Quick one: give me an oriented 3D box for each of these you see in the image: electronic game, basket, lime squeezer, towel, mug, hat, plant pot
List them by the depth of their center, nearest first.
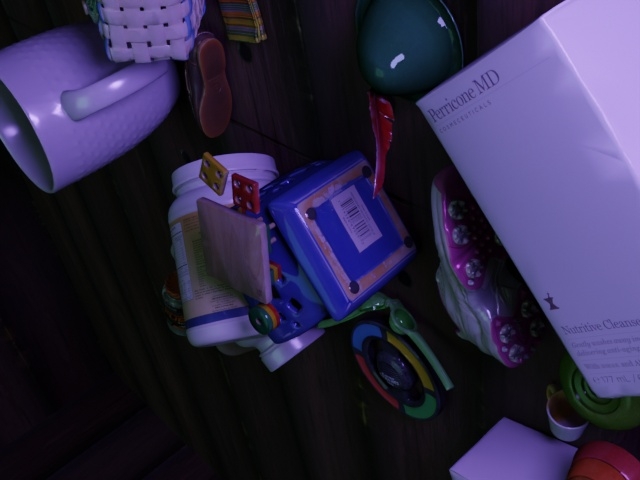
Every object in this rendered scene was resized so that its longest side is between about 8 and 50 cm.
[{"bbox_3d":[0.057,-0.206,0.901,0.208,0.183,0.173,37,147,31],"label":"hat"},{"bbox_3d":[0.360,0.253,1.074,0.062,0.078,0.064,4,140,17],"label":"mug"},{"bbox_3d":[-0.279,-0.443,1.161,0.255,0.201,0.289,95,174,-52],"label":"basket"},{"bbox_3d":[-0.153,-0.428,1.164,0.102,0.021,0.237,19,135,47],"label":"towel"},{"bbox_3d":[0.000,0.000,1.173,0.212,0.236,0.236,-20,102,54],"label":"plant pot"},{"bbox_3d":[0.114,0.152,1.294,0.310,0.110,0.059,20,175,42],"label":"lime squeezer"},{"bbox_3d":[0.142,0.243,1.396,0.229,0.048,0.229,37,147,30],"label":"electronic game"},{"bbox_3d":[-0.428,-0.287,1.416,0.374,0.328,0.276,5,124,55],"label":"mug"}]

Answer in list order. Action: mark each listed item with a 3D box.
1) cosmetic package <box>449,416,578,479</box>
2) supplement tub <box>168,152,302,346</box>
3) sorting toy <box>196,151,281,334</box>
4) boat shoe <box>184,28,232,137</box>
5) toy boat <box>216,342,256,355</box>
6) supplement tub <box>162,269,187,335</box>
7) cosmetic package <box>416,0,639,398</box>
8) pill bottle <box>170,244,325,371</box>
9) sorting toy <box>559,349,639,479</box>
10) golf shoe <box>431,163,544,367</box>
[{"bbox_3d":[0.391,0.437,1.102,0.365,0.155,0.197,17,133,50],"label":"cosmetic package"},{"bbox_3d":[-0.150,0.020,1.337,0.228,0.228,0.316,-26,72,62],"label":"supplement tub"},{"bbox_3d":[-0.115,0.000,1.077,0.132,0.046,0.274,22,129,35],"label":"sorting toy"},{"bbox_3d":[-0.210,-0.289,1.353,0.073,0.073,0.207,38,140,33],"label":"boat shoe"},{"bbox_3d":[-0.206,0.152,1.776,0.151,0.151,0.231,-114,7,-58],"label":"toy boat"},{"bbox_3d":[-0.376,0.170,2.049,0.117,0.117,0.190,40,149,26],"label":"supplement tub"},{"bbox_3d":[0.293,-0.044,0.739,0.385,0.156,0.217,56,154,-2],"label":"cosmetic package"},{"bbox_3d":[-0.144,0.097,1.536,0.334,0.188,0.188,53,152,4],"label":"pill bottle"},{"bbox_3d":[0.324,0.218,0.913,0.127,0.126,0.365,10,112,51],"label":"sorting toy"},{"bbox_3d":[0.200,0.037,1.023,0.140,0.115,0.306,11,128,57],"label":"golf shoe"}]
